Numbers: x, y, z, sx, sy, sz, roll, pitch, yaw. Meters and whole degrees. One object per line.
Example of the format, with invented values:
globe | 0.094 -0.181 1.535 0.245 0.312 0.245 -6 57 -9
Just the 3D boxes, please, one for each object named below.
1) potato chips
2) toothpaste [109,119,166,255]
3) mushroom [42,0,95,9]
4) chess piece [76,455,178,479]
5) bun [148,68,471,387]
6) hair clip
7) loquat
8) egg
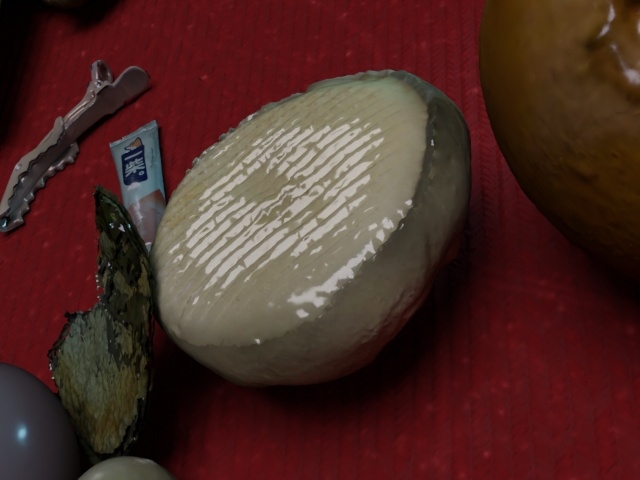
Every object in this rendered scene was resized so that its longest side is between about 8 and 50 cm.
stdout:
potato chips | -0.175 0.069 0.815 0.202 0.029 0.220 26 111 56
toothpaste | -0.170 -0.040 0.972 0.056 0.036 0.205 -23 47 6
mushroom | -0.343 -0.374 1.247 0.107 0.087 0.333 -35 47 -8
chess piece | -0.098 0.243 0.691 0.133 0.133 0.243 -44 46 -10
bun | 0.000 0.000 0.800 0.287 0.146 0.287 -21 39 18
hair clip | -0.274 -0.104 1.060 0.072 0.034 0.226 27 72 39
loquat | 0.264 -0.121 0.660 0.328 0.328 0.329 -11 54 16
egg | -0.259 0.186 0.777 0.146 0.146 0.199 -16 54 12
